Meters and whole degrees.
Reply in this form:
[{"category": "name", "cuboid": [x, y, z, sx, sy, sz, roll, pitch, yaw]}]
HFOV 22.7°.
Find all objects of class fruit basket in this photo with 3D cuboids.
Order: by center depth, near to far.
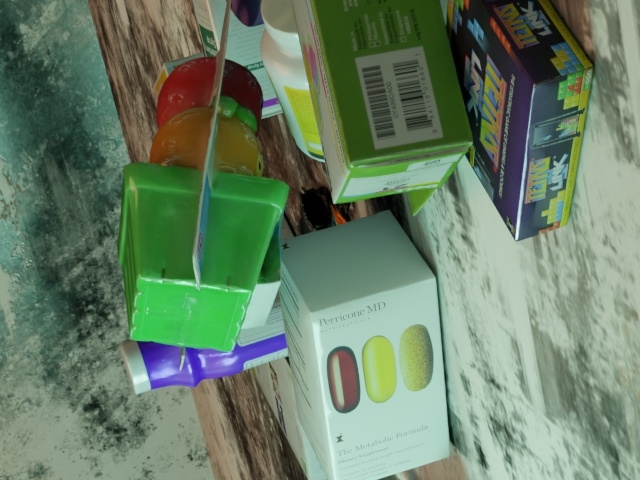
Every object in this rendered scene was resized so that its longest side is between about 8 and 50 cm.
[{"category": "fruit basket", "cuboid": [-0.101, -0.080, 1.587, 0.327, 0.165, 0.353, 111, 171, -66]}]

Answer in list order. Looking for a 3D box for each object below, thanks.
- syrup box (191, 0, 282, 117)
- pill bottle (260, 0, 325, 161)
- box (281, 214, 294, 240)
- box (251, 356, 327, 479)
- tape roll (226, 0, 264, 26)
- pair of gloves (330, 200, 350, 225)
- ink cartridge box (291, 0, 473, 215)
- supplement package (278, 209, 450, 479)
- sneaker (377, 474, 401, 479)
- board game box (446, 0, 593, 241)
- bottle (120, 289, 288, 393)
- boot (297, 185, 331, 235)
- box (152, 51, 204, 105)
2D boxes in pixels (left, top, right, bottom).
[{"category": "syrup box", "cuboid": [-0.092, -0.265, 1.843, 0.093, 0.096, 0.237, -136, 32, -65]}, {"category": "pill bottle", "cuboid": [0.003, -0.160, 1.467, 0.184, 0.103, 0.103, 68, 177, -55]}, {"category": "box", "cuboid": [-0.090, 0.017, 2.205, 0.102, 0.101, 0.087, 86, 162, -52]}, {"category": "box", "cuboid": [-0.057, 0.175, 2.392, 0.322, 0.058, 0.232, -123, 20, -49]}, {"category": "tape roll", "cuboid": [-0.067, -0.360, 1.617, 0.275, 0.090, 0.274, 164, 90, -78]}, {"category": "pair of gloves", "cuboid": [0.024, -0.041, 1.836, 0.074, 0.010, 0.083, -117, 17, -47]}, {"category": "ink cartridge box", "cuboid": [0.036, -0.123, 1.283, 0.255, 0.097, 0.188, 116, 143, -77]}, {"category": "supplement package", "cuboid": [0.043, 0.115, 1.660, 0.134, 0.139, 0.244, -121, 18, -52]}, {"category": "sneaker", "cuboid": [0.110, 0.323, 1.885, 0.061, 0.054, 0.152, 47, 177, -35]}, {"category": "board game box", "cuboid": [0.137, -0.107, 1.157, 0.170, 0.048, 0.141, 88, 162, -51]}, {"category": "bottle", "cuboid": [-0.104, 0.116, 1.978, 0.118, 0.283, 0.092, 172, 81, -79]}, {"category": "boot", "cuboid": [0.001, 0.000, 1.916, 0.099, 0.045, 0.121, 99, 157, -69]}, {"category": "box", "cuboid": [-0.159, -0.191, 2.196, 0.203, 0.114, 0.103, 155, 98, -79]}]
